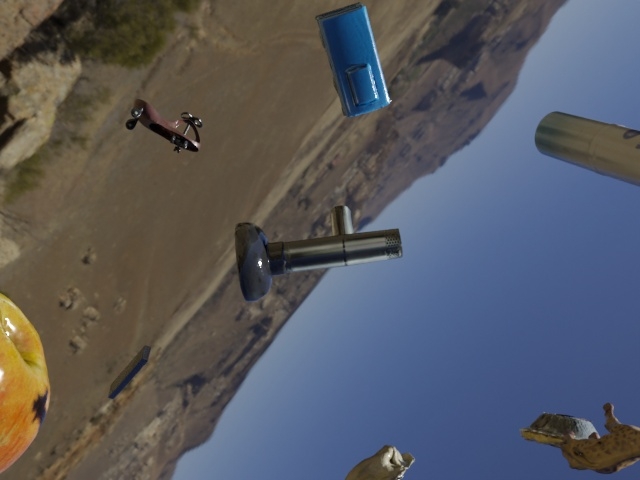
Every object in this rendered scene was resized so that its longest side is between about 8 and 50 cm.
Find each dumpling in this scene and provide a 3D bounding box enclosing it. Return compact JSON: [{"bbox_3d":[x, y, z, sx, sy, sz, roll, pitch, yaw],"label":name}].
[{"bbox_3d":[0.144,0.627,1.791,0.332,0.086,0.166,-20,164,-38],"label":"dumpling"}]

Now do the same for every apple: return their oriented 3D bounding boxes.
[{"bbox_3d":[-0.501,0.189,0.884,0.301,0.301,0.301,-50,-179,1],"label":"apple"}]

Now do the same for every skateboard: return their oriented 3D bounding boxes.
[{"bbox_3d":[-0.299,-0.228,1.299,0.067,0.151,0.080,-29,-145,59],"label":"skateboard"}]

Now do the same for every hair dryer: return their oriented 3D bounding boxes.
[{"bbox_3d":[-0.014,0.017,1.369,0.320,0.156,0.284,-8,-175,-7],"label":"hair dryer"}]

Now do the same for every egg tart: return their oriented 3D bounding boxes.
[{"bbox_3d":[0.655,0.515,1.776,0.234,0.234,0.094,132,-30,-78],"label":"egg tart"}]

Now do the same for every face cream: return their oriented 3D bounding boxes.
[{"bbox_3d":[0.430,-0.134,0.983,0.077,0.077,0.250,-50,-149,-1],"label":"face cream"}]

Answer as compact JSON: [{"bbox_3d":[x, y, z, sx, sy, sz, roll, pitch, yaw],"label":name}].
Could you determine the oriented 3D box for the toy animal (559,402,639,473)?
[{"bbox_3d":[0.467,0.288,0.973,0.149,0.054,0.275,-30,177,-31],"label":"toy animal"}]

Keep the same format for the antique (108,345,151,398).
[{"bbox_3d":[-0.359,0.249,1.239,0.192,0.015,0.031,-45,-148,42],"label":"antique"}]

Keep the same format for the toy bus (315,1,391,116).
[{"bbox_3d":[0.058,-0.308,1.152,0.090,0.185,0.106,-18,-158,2],"label":"toy bus"}]
